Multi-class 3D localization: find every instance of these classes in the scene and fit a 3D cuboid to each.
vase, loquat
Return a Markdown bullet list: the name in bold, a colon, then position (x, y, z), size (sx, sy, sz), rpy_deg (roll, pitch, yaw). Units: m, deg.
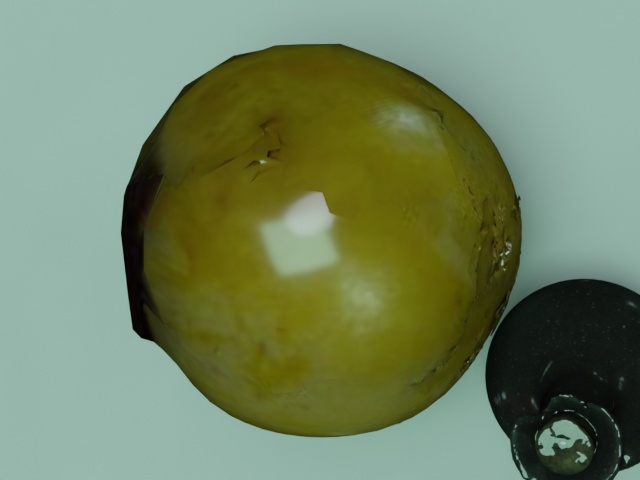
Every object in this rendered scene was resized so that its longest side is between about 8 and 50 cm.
- **vase**: position (0.147, 0.089, 0.736), size (0.120, 0.183, 0.120), rpy_deg (3, 100, 16)
- **loquat**: position (0.000, 0.000, 0.741), size (0.235, 0.235, 0.235), rpy_deg (3, 101, 15)
